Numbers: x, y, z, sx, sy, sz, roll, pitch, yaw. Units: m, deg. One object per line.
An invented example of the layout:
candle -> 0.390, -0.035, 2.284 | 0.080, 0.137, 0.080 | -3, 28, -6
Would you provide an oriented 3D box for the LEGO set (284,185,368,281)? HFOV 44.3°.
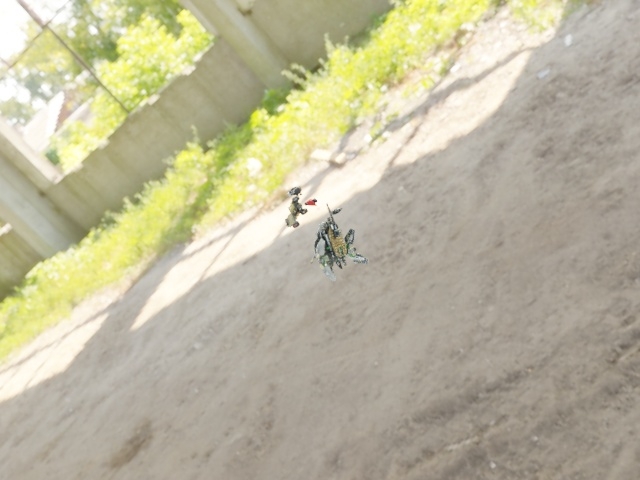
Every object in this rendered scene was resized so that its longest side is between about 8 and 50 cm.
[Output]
LEGO set -> 0.000, -0.003, 0.520 | 0.023, 0.083, 0.054 | -20, 33, 32
